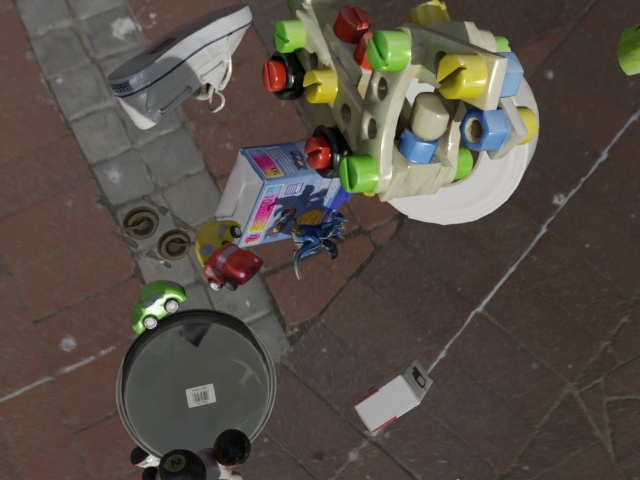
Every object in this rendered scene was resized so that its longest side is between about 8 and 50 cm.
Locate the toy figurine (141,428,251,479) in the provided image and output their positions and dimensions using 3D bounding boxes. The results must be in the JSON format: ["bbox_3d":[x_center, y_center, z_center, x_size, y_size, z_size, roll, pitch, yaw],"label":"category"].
[{"bbox_3d":[-0.119,0.342,0.858,0.213,0.209,0.148,46,107,16],"label":"toy figurine"}]

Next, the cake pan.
[{"bbox_3d":[-0.221,0.272,1.288,0.293,0.054,0.293,0,91,-13],"label":"cake pan"}]

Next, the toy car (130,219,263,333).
[{"bbox_3d":[-0.206,0.055,1.082,0.225,0.239,0.053,-37,112,-2],"label":"toy car"}]

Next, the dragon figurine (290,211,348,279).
[{"bbox_3d":[0.000,0.000,1.791,0.144,0.289,0.085,-2,112,3],"label":"dragon figurine"}]

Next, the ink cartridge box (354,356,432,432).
[{"bbox_3d":[0.161,0.331,1.538,0.127,0.175,0.072,-38,83,16],"label":"ink cartridge box"}]

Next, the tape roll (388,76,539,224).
[{"bbox_3d":[0.199,-0.170,1.141,0.286,0.286,0.100,32,38,8],"label":"tape roll"}]

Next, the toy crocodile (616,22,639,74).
[{"bbox_3d":[0.552,-0.226,0.999,0.340,0.115,0.105,21,86,-32],"label":"toy crocodile"}]

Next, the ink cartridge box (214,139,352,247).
[{"bbox_3d":[-0.071,-0.144,2.028,0.395,0.270,0.151,-14,56,-38],"label":"ink cartridge box"}]

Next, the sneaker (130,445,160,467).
[{"bbox_3d":[-0.394,0.526,1.789,0.161,0.075,0.057,-28,53,4],"label":"sneaker"}]

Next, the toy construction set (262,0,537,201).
[{"bbox_3d":[0.050,-0.167,0.605,0.151,0.215,0.328,3,52,-20],"label":"toy construction set"}]

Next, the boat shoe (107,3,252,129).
[{"bbox_3d":[-0.236,-0.322,1.363,0.136,0.156,0.367,3,39,33],"label":"boat shoe"}]

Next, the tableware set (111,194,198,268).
[{"bbox_3d":[-0.394,-0.011,1.735,0.128,0.194,0.039,-49,38,4],"label":"tableware set"}]

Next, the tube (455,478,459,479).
[{"bbox_3d":[0.138,0.330,0.840,0.062,0.240,0.070,13,66,25],"label":"tube"}]
